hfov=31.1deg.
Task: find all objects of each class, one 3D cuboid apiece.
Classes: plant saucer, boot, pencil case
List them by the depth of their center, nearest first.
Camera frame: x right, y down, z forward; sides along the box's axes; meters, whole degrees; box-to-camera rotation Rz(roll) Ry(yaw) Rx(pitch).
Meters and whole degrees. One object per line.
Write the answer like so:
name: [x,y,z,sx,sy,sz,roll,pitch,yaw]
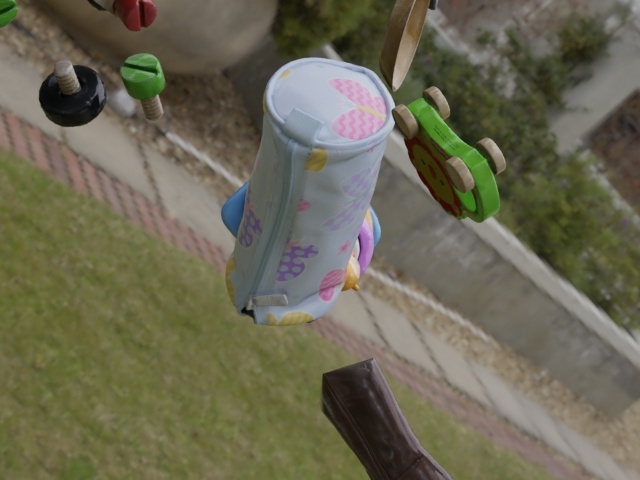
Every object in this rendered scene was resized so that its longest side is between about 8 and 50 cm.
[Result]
boot: [0.025,0.139,0.725,0.114,0.106,0.037,53,29,8]
plant saucer: [0.057,-0.144,0.792,0.015,0.083,0.083,19,10,10]
pencil case: [-0.017,-0.037,1.047,0.124,0.273,0.113,-31,64,-34]

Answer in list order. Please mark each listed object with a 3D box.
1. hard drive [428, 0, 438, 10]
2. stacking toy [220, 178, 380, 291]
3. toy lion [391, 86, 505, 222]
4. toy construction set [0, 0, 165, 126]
hard drive: [0.078,-0.402,1.407,0.172,0.054,0.254,29,-18,22]
stacking toy: [0.000,0.000,1.350,0.175,0.166,0.302,51,0,-15]
toy lion: [0.085,-0.046,0.759,0.100,0.034,0.096,51,-12,40]
toy construction set: [-0.285,-0.271,0.994,0.237,0.258,0.308,79,2,-56]
